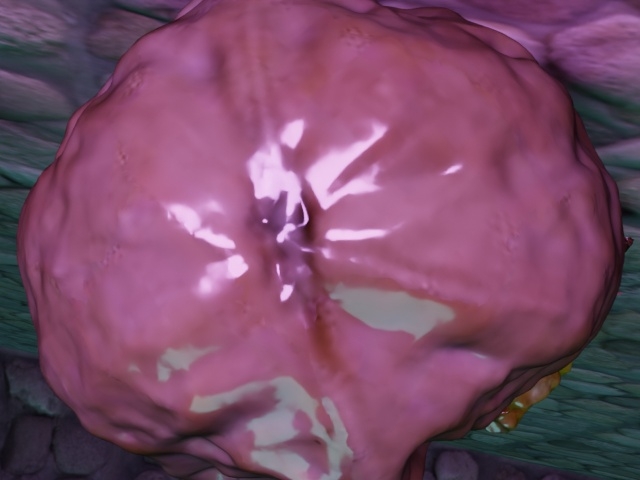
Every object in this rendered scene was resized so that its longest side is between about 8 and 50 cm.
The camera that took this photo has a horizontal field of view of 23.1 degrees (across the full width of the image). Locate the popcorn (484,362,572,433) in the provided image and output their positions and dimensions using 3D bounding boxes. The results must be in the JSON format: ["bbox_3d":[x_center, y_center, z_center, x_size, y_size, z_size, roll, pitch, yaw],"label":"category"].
[{"bbox_3d":[0.119,0.082,1.227,0.167,0.152,0.148,18,-171,-17],"label":"popcorn"}]

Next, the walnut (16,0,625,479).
[{"bbox_3d":[-0.002,0.002,0.692,0.227,0.273,0.273,48,170,5],"label":"walnut"}]

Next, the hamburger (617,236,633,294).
[{"bbox_3d":[0.106,0.024,0.963,0.165,0.087,0.137,11,154,-38],"label":"hamburger"}]
